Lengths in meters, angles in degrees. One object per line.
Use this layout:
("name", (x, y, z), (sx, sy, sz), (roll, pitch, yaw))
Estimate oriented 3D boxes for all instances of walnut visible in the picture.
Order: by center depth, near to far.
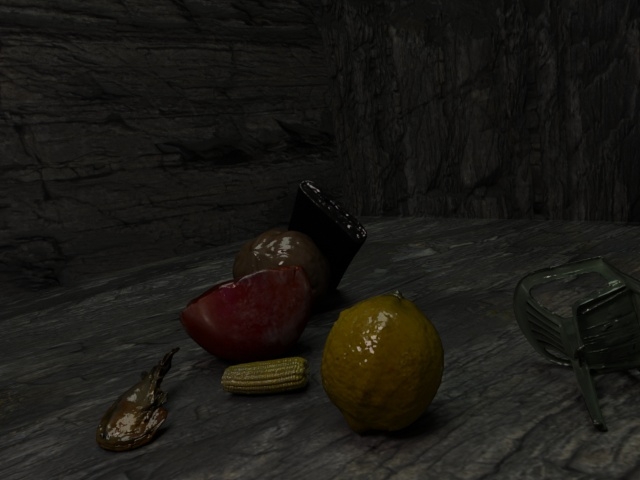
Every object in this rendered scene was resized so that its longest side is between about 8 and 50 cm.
("walnut", (-0.103, 0.086, 1.488), (0.227, 0.273, 0.273), (-56, 28, -14))

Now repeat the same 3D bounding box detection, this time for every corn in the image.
("corn", (-0.105, 0.262, 1.046), (0.165, 0.063, 0.085), (-7, 19, 11))

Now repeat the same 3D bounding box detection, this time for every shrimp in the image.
("shrimp", (-0.308, 0.298, 1.011), (0.117, 0.066, 0.262), (11, 30, 16))

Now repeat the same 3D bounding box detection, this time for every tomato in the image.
("tomato", (-0.148, 0.188, 1.211), (0.308, 0.170, 0.309), (-24, -20, -9))

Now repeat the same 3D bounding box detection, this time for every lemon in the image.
("lemon", (0.098, 0.193, 0.860), (0.192, 0.231, 0.192), (18, -8, 3))

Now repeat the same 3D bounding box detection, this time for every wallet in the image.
("wallet", (0.001, 0.000, 1.560), (0.062, 0.228, 0.406), (-40, -11, -24))

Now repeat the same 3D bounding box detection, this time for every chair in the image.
("chair", (0.439, 0.154, 0.871), (0.190, 0.204, 0.275), (-17, 13, 12))
